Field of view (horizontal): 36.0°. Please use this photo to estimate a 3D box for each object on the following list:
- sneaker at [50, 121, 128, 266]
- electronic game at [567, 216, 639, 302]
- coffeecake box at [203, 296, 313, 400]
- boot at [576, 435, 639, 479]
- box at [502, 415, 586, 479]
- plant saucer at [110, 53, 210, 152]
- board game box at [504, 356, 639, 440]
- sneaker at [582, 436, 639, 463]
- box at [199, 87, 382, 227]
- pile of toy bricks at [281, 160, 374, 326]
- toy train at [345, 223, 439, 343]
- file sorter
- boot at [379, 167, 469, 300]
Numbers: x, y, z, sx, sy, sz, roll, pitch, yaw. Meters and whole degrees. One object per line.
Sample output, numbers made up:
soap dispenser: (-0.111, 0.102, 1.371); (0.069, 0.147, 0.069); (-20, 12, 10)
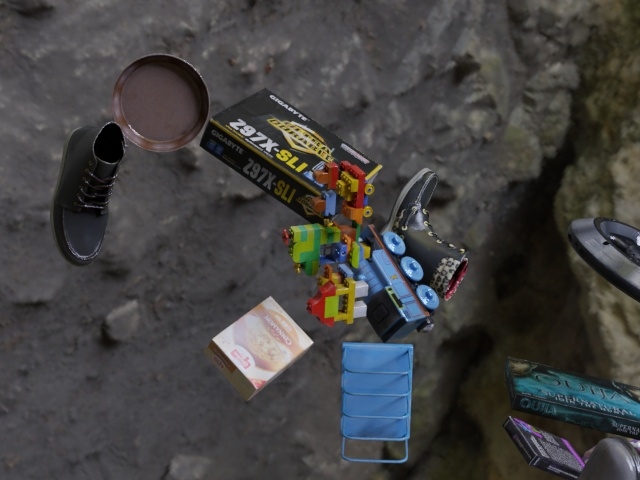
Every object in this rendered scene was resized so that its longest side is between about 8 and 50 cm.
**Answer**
sneaker: (-0.353, -0.072, 1.502); (0.083, 0.118, 0.222); (4, 85, -34)
electronic game: (0.401, 0.041, 1.190); (0.229, 0.229, 0.048); (-12, 134, -60)
coffeecake box: (-0.132, 0.229, 2.106); (0.185, 0.142, 0.068); (-36, 168, -39)
boot: (0.336, 0.442, 1.470); (0.222, 0.118, 0.338); (14, 99, -22)
box: (0.419, 0.388, 1.800); (0.162, 0.116, 0.029); (27, 106, -26)
plant saucer: (-0.275, -0.237, 1.698); (0.168, 0.168, 0.029); (-57, -168, 7)
board game box: (0.327, 0.198, 1.235); (0.126, 0.186, 0.026); (-71, 174, -75)
sneaker: (0.597, 0.430, 1.955); (0.236, 0.095, 0.104); (-37, -174, 44)
box: (-0.059, -0.180, 2.082); (0.257, 0.322, 0.079); (-43, 165, -55)
pile of toy bricks: (0.000, 0.000, 1.285); (0.105, 0.118, 0.212); (-8, 117, -22)
toy train: (0.098, 0.061, 1.454); (0.105, 0.184, 0.080); (-9, 152, -47)
file sorter: (0.092, 0.267, 1.615); (0.104, 0.118, 0.170); (-81, 172, -73)
boot: (0.215, -0.010, 1.881); (0.236, 0.178, 0.085); (-60, 151, -11)
